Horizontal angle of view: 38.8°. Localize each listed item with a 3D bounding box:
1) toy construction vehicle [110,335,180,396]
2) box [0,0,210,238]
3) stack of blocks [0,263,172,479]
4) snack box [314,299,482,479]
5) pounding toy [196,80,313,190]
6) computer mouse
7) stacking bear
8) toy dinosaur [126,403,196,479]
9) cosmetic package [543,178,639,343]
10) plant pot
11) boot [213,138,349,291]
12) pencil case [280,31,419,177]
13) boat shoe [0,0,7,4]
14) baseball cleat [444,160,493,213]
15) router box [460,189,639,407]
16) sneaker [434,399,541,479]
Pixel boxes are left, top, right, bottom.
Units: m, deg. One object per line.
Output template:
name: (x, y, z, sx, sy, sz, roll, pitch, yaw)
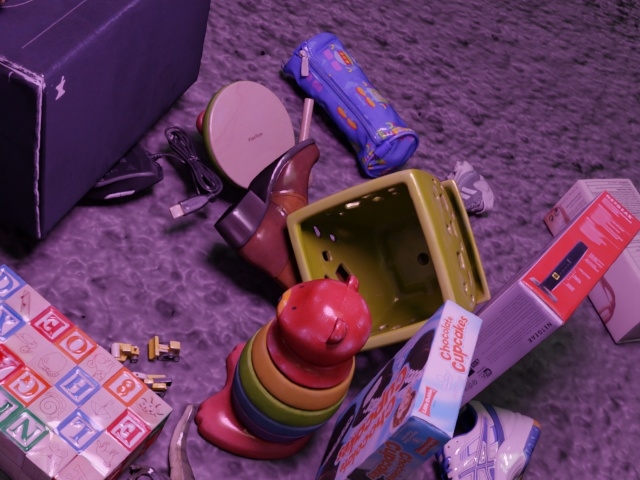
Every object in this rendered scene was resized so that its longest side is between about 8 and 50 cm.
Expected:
toy construction vehicle: (-0.239, 0.168, 1.255, 0.098, 0.035, 0.086, 9, 49, -21)
box: (-0.472, -0.330, 1.332, 0.472, 0.297, 0.480, 24, 45, 8)
stack of blocks: (-0.358, 0.189, 1.139, 0.297, 0.087, 0.171, 39, 46, 7)
snack box: (0.087, 0.236, 1.167, 0.060, 0.322, 0.187, 30, 45, -5)
pounding toy: (-0.126, -0.166, 1.541, 0.237, 0.110, 0.183, 4, 83, -45)
computer mouse: (-0.286, -0.084, 1.416, 0.262, 0.060, 0.184, -18, 56, -36)
stacking bear: (-0.029, 0.157, 1.196, 0.164, 0.289, 0.175, 30, 45, -2)
toy dinosaur: (-0.185, 0.329, 1.136, 0.118, 0.064, 0.268, 5, 49, -33)
cosmetic package: (0.575, 0.034, 1.730, 0.153, 0.129, 0.296, -1, 53, -30)
plant pot: (0.117, 0.029, 1.355, 0.207, 0.227, 0.228, -8, 81, -59)
boot: (0.000, 0.000, 1.437, 0.280, 0.096, 0.264, 46, 40, -11)
pencil case: (0.053, -0.260, 1.707, 0.306, 0.119, 0.133, 53, 20, 20)
boat shoe: (-0.428, -0.352, 1.119, 0.178, 0.064, 0.060, 40, 50, 23)
baseball cleat: (0.270, -0.070, 1.698, 0.109, 0.072, 0.206, 35, 49, -6)
router box: (0.302, 0.106, 1.377, 0.082, 0.335, 0.301, 45, 47, 9)
sneaker: (0.213, 0.355, 1.306, 0.131, 0.112, 0.296, 23, 42, 15)
